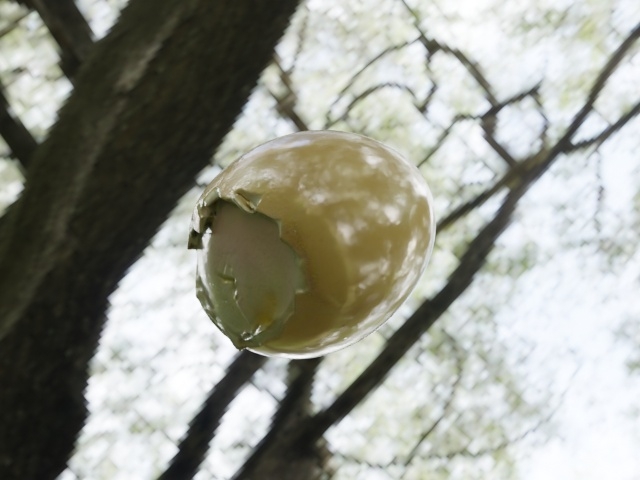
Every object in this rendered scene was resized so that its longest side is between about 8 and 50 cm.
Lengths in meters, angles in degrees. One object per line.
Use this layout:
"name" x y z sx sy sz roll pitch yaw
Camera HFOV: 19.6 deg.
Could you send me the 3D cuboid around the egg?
"egg" 0.000 0.000 0.671 0.080 0.096 0.080 14 -69 42
